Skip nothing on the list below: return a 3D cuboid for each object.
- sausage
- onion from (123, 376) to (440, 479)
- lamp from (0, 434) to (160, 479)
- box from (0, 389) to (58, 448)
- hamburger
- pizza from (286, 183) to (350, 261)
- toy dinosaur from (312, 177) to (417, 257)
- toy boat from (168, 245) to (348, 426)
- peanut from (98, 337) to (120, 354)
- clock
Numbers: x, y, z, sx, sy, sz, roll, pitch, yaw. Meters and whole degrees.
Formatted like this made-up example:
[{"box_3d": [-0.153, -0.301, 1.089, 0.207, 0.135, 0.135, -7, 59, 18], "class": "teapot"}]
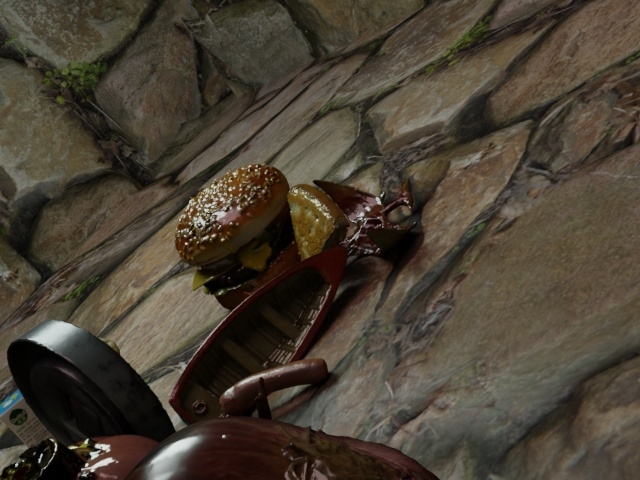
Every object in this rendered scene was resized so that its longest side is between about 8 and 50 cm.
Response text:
[{"box_3d": [-0.072, 0.217, 1.299, 0.177, 0.047, 0.040, -20, -1, 9], "class": "sausage"}, {"box_3d": [-0.013, 0.279, 0.665, 0.354, 0.353, 0.353, -31, 20, 13], "class": "onion"}, {"box_3d": [-0.300, 0.366, 1.071, 0.305, 0.239, 0.305, -30, 20, 12], "class": "lamp"}, {"box_3d": [-0.501, 0.315, 1.665, 0.194, 0.139, 0.073, -40, 20, -13], "class": "box"}, {"box_3d": [-0.156, -0.015, 1.735, 0.291, 0.225, 0.291, -31, 23, 15], "class": "hamburger"}, {"box_3d": [0.000, 0.000, 1.556, 0.062, 0.198, 0.188, -10, 32, -25], "class": "pizza"}, {"box_3d": [0.076, -0.044, 1.590, 0.207, 0.113, 0.327, -31, 23, 25], "class": "toy dinosaur"}, {"box_3d": [-0.086, 0.155, 1.411, 0.392, 0.136, 0.079, -46, -9, -26], "class": "toy boat"}, {"box_3d": [-0.515, 0.308, 1.762, 0.101, 0.117, 0.263, 33, 67, 25], "class": "peanut"}, {"box_3d": [-0.348, 0.253, 1.311, 0.313, 0.312, 0.061, -12, 25, 48], "class": "clock"}]
